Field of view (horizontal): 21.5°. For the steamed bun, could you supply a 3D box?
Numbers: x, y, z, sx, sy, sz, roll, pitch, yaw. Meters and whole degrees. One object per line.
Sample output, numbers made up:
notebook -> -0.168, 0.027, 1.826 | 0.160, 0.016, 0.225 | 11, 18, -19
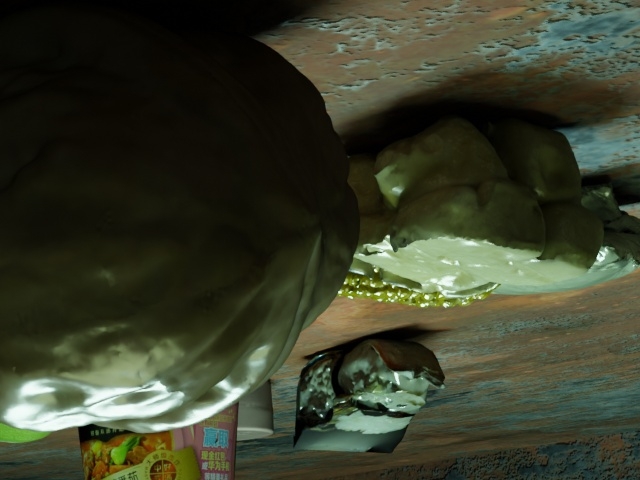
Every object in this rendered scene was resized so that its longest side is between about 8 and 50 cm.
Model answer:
steamed bun -> 0.104, -0.026, 1.190 | 0.192, 0.106, 0.177 | 13, 165, -26

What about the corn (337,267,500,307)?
corn -> 0.000, 0.000, 1.289 | 0.320, 0.097, 0.097 | 4, 166, -22

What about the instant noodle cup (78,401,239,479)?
instant noodle cup -> -0.195, 0.267, 2.066 | 0.244, 0.255, 0.244 | -3, 165, -1

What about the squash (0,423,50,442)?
squash -> -0.390, 0.176, 1.938 | 0.107, 0.107, 0.395 | -7, 168, 15

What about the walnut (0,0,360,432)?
walnut -> -0.113, -0.009, 0.915 | 0.273, 0.227, 0.273 | -2, 171, 0

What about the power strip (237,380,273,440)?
power strip -> -0.142, 0.236, 2.336 | 0.154, 0.078, 0.154 | -4, 168, -1

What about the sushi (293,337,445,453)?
sushi -> 0.058, 0.166, 2.073 | 0.134, 0.109, 0.273 | 4, 151, -15

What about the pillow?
pillow -> 0.181, 0.008, 1.410 | 0.181, 0.078, 0.134 | -9, 166, 29
